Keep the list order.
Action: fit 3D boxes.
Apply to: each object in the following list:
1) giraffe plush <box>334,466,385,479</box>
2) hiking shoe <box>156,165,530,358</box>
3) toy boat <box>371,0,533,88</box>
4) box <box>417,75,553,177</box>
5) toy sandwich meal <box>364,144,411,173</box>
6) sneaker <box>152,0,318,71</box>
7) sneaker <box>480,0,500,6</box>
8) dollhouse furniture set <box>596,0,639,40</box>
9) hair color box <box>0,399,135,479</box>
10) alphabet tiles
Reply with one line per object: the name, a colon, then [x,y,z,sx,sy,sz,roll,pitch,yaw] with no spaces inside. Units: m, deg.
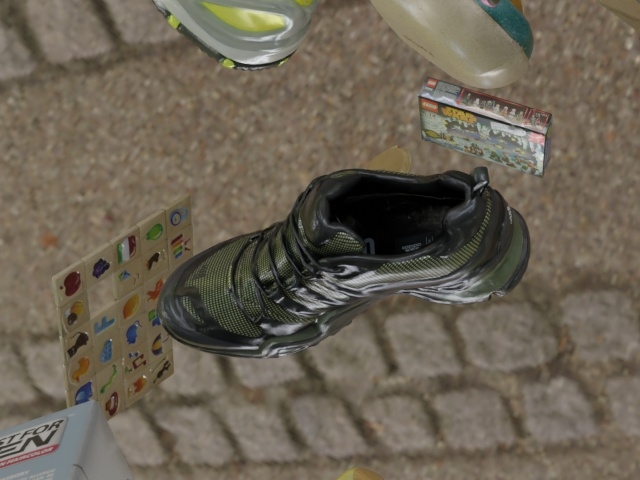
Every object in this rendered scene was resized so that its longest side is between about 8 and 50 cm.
giraffe plush: [0.041,0.292,1.263,0.210,0.181,0.170,-16,158,35]
hiking shoe: [0.000,0.000,0.882,0.227,0.086,0.114,-16,147,14]
toy boat: [0.139,-0.314,1.780,0.267,0.148,0.318,44,180,44]
box: [0.168,-0.115,1.568,0.137,0.027,0.094,19,157,15]
toy sandwich meal: [0.076,-0.069,1.723,0.085,0.086,0.029,-17,135,42]
sneaker: [-0.152,-0.321,1.369,0.384,0.145,0.147,35,142,-3]
sneaker: [0.125,-0.237,1.233,0.057,0.119,0.047,4,140,21]
dollhouse furniture set: [0.188,-0.260,0.973,0.201,0.152,0.374,42,179,19]
hair color box: [-0.164,0.272,0.860,0.113,0.374,0.185,-19,113,10]
alphabet tiles: [-0.209,0.087,1.690,0.009,0.198,0.237,28,134,30]
